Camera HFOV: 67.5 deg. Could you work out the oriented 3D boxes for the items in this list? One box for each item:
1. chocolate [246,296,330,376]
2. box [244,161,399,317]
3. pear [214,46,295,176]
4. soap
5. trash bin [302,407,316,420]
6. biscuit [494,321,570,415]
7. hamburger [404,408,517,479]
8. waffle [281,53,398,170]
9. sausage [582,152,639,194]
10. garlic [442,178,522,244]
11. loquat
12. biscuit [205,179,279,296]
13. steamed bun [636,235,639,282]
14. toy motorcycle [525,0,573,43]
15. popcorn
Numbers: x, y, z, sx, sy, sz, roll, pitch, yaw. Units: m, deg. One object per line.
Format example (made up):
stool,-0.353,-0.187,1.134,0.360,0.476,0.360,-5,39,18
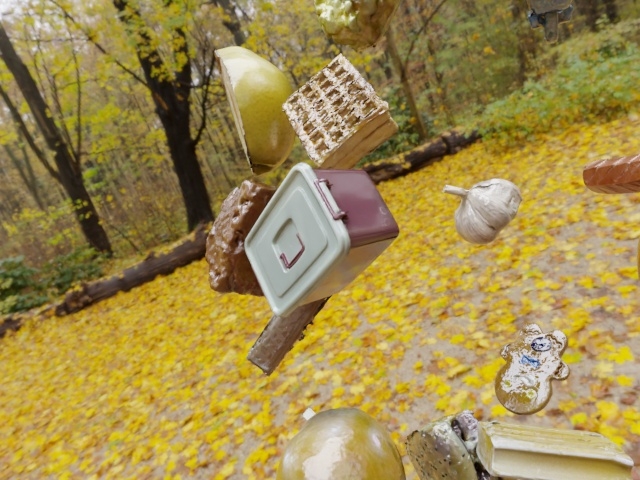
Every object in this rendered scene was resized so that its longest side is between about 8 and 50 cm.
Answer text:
chocolate,-0.068,0.174,1.109,0.329,0.102,0.065,-56,-22,16
box,0.000,0.000,0.912,0.167,0.193,0.294,-8,-28,-37
pear,-0.172,-0.398,1.436,0.191,0.387,0.340,-16,-10,-9
soap,0.493,0.461,1.036,0.274,0.089,0.173,3,-7,7
trash bin,-0.015,0.621,1.647,0.043,0.092,0.061,-44,43,-14
biscuit,0.523,0.320,1.195,0.180,0.039,0.236,11,68,50
hamburger,0.400,0.641,1.371,0.195,0.277,0.318,-21,-33,-18
waffle,0.038,-0.298,1.143,0.213,0.091,0.308,-38,44,13
sausage,0.507,-0.112,0.808,0.065,0.065,0.169,-24,5,-7
garlic,0.457,-0.112,1.410,0.219,0.212,0.218,-54,8,11
loquat,0.030,0.327,0.654,0.179,0.179,0.227,-19,-2,16
biscuit,-0.141,0.004,1.473,0.395,0.343,0.166,15,11,-43
steamed bun,0.883,-0.026,1.038,0.379,0.248,0.235,-33,3,44
toy motorcycle,0.412,-0.520,0.827,0.182,0.241,0.319,26,0,26
popcorn,0.077,-0.505,1.009,0.187,0.167,0.185,-59,-4,-41
